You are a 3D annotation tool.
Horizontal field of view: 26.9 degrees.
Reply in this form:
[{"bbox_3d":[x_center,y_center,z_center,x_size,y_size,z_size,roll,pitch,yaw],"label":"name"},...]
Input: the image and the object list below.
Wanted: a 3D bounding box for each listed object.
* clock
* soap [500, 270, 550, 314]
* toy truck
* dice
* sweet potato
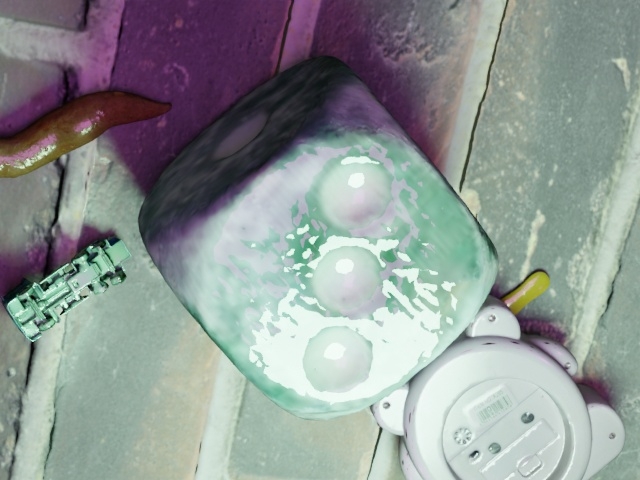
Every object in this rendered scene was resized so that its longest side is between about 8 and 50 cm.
[{"bbox_3d":[0.244,0.256,1.904,0.295,0.113,0.322,-40,108,3],"label":"clock"},{"bbox_3d":[0.289,0.078,1.907,0.089,0.012,0.034,-40,110,3],"label":"soap"},{"bbox_3d":[-0.334,0.054,1.759,0.175,0.081,0.067,-37,112,-18],"label":"toy truck"},{"bbox_3d":[0.000,0.000,1.660,0.328,0.330,0.348,-40,112,4],"label":"dice"},{"bbox_3d":[-0.327,-0.137,1.697,0.281,0.059,0.067,-21,119,-2],"label":"sweet potato"}]
